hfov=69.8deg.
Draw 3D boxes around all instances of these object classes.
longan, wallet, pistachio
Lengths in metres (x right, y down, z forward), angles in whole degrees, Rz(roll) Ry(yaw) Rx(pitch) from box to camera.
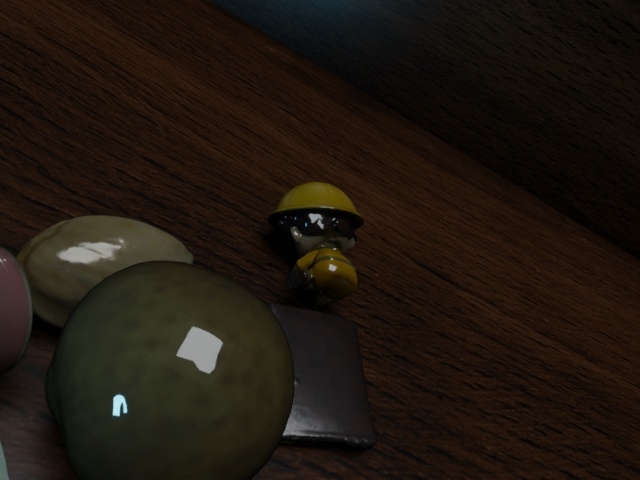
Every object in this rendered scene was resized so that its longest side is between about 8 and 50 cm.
[{"bbox_3d":[-0.157,0.151,0.497,0.258,0.258,0.258,22,35,-17],"label":"longan"},{"bbox_3d":[-0.005,0.210,0.722,0.182,0.049,0.229,17,39,-23],"label":"wallet"},{"bbox_3d":[-0.287,0.039,0.630,0.138,0.152,0.238,7,12,39],"label":"pistachio"}]

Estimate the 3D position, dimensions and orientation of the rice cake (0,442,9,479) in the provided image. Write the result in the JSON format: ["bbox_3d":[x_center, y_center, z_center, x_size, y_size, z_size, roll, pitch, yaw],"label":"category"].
[{"bbox_3d":[-0.310,0.253,0.427,0.042,0.030,0.180,0,46,-47],"label":"rice cake"}]

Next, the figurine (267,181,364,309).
[{"bbox_3d":[0.003,-0.003,0.892,0.192,0.167,0.256,22,35,-40],"label":"figurine"}]

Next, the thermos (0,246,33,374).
[{"bbox_3d":[-0.408,0.083,0.386,0.177,0.145,0.265,26,11,22],"label":"thermos"}]
